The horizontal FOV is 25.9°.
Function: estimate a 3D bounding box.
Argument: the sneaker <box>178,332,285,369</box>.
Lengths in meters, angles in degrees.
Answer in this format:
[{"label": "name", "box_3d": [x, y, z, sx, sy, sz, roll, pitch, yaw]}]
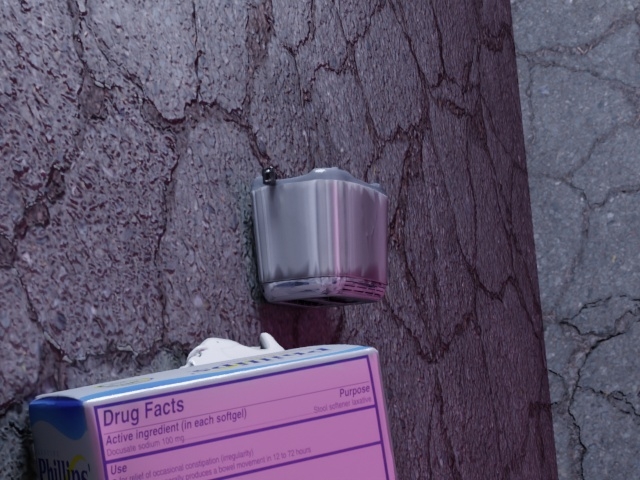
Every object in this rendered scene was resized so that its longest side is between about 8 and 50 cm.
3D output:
[{"label": "sneaker", "box_3d": [-0.111, 0.164, 1.352, 0.129, 0.111, 0.297, 54, 27, 18]}]

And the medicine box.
[{"label": "medicine box", "box_3d": [-0.077, 0.248, 1.152, 0.263, 0.149, 0.289, -8, 87, -30]}]

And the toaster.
[{"label": "toaster", "box_3d": [0.000, 0.000, 1.625, 0.227, 0.129, 0.146, 16, 68, -67]}]
